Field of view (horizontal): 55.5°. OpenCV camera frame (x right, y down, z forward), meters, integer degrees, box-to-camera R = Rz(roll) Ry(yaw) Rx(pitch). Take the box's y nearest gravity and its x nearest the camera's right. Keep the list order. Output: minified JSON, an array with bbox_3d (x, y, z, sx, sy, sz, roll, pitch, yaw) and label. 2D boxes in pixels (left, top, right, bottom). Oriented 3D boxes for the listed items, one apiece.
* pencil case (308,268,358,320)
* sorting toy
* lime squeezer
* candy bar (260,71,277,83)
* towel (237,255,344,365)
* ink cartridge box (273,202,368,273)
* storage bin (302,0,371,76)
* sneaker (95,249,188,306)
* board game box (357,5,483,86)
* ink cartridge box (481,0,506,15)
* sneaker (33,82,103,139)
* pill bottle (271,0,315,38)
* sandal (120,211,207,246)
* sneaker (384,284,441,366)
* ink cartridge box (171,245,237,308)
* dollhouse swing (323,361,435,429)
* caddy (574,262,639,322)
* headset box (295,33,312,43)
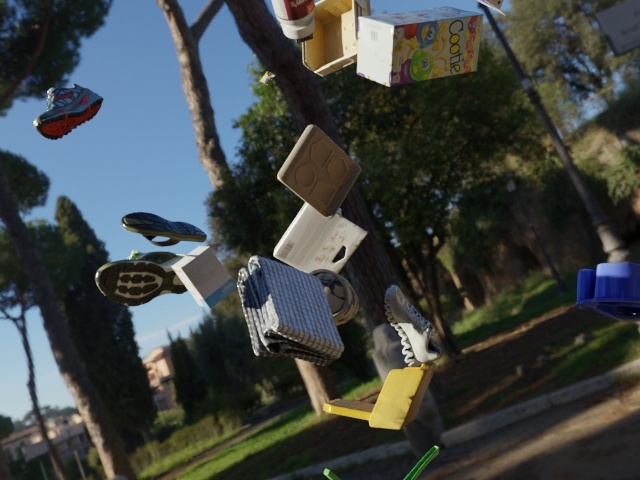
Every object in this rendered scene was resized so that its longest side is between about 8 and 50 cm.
[{"bbox_3d":[0.023,0.192,1.986,0.184,0.159,0.410,7,-9,8],"label":"pencil case"},{"bbox_3d":[-0.003,-0.193,1.724,0.038,0.208,0.193,5,61,59],"label":"sorting toy"},{"bbox_3d":[0.129,0.488,1.206,0.311,0.109,0.059,6,14,-38],"label":"lime squeezer"},{"bbox_3d":[-0.201,-0.623,2.328,0.040,0.018,0.161,15,-3,-16],"label":"candy bar"},{"bbox_3d":[-0.080,0.187,1.561,0.235,0.283,0.121,25,-61,-36],"label":"towel"},{"bbox_3d":[0.000,0.000,2.394,0.296,0.261,0.066,-55,13,23],"label":"ink cartridge box"},{"bbox_3d":[0.064,-0.823,2.407,0.262,0.260,0.123,-14,-19,38],"label":"storage bin"},{"bbox_3d":[-0.575,0.099,1.953,0.410,0.182,0.158,0,-67,-61],"label":"sneaker"},{"bbox_3d":[0.244,-0.482,1.497,0.275,0.142,0.144,-17,34,-26],"label":"board game box"},{"bbox_3d":[0.566,-0.910,2.218,0.208,0.206,0.045,12,-61,-41],"label":"ink cartridge box"},{"bbox_3d":[-0.767,-0.387,1.793,0.104,0.125,0.262,-51,3,34],"label":"sneaker"},{"bbox_3d":[-0.081,-0.696,1.735,0.121,0.121,0.221,-23,-34,-3],"label":"pill bottle"},{"bbox_3d":[-0.518,-0.018,2.022,0.303,0.120,0.086,14,-67,-41],"label":"sandal"},{"bbox_3d":[0.298,0.268,1.958,0.118,0.292,0.110,-16,16,35],"label":"sneaker"},{"bbox_3d":[-0.289,0.081,1.488,0.090,0.143,0.092,-38,17,-23],"label":"ink cartridge box"},{"bbox_3d":[0.229,0.555,2.316,0.315,0.305,0.347,-67,-20,-2],"label":"dollhouse swing"},{"bbox_3d":[1.031,0.187,2.050,0.342,0.179,0.241,6,-14,-9],"label":"caddy"},{"bbox_3d":[-0.060,-0.723,2.141,0.062,0.032,0.083,-18,3,0],"label":"headset box"}]
